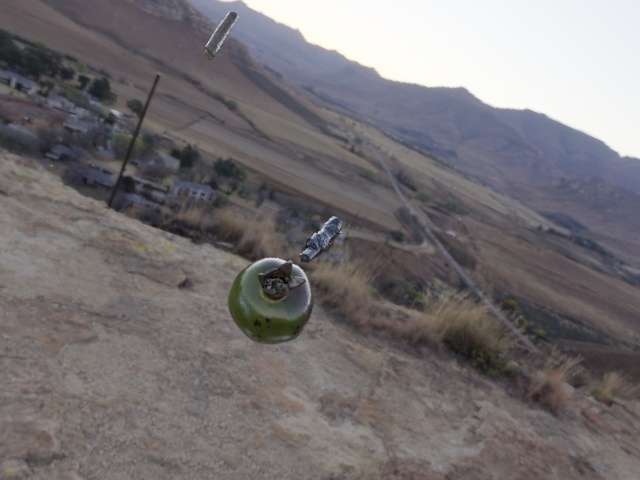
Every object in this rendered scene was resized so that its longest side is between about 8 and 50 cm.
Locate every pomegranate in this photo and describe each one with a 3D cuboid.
[{"bbox_3d":[-0.071,0.074,0.759,0.129,0.159,0.129,7,38,-5],"label":"pomegranate"}]

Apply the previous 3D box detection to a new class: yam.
[{"bbox_3d":[-0.224,-0.462,1.167,0.032,0.032,0.145,24,59,-5],"label":"yam"}]

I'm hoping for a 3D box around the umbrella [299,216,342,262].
[{"bbox_3d":[0.000,0.000,1.466,0.059,0.066,0.235,7,25,23],"label":"umbrella"}]
